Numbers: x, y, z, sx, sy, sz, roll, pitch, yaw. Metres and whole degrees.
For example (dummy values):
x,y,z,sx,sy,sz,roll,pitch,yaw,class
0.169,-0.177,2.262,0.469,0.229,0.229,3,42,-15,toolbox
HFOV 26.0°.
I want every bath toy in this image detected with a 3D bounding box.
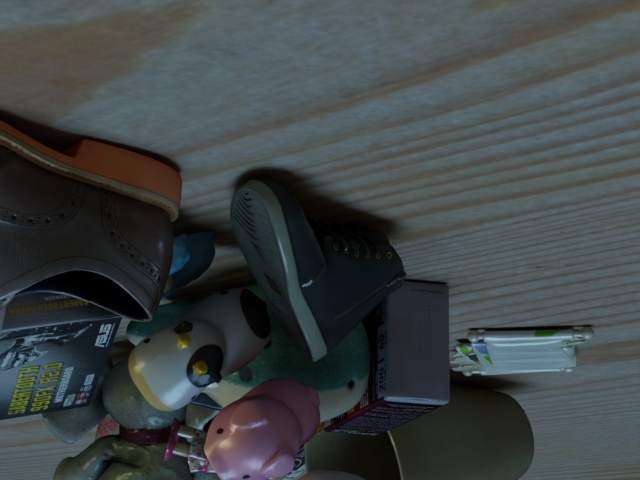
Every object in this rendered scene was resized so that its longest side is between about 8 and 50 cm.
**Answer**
x,y,z,sx,sy,sz,roll,pitch,yaw,class
-0.059,0.155,1.261,0.151,0.348,0.129,-36,-177,-28,bath toy

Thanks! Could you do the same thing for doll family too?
x,y,z,sx,sy,sz,roll,pitch,yaw,class
-0.071,0.164,1.565,0.163,0.263,0.118,14,124,-3,doll family

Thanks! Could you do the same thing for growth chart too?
x,y,z,sx,sy,sz,roll,pitch,yaw,class
0.249,0.144,1.751,0.172,0.021,0.237,0,164,6,growth chart

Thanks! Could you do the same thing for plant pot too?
x,y,z,sx,sy,sz,roll,pitch,yaw,class
0.158,0.300,1.964,0.274,0.257,0.256,-9,170,-30,plant pot

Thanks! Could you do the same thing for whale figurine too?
x,y,z,sx,sy,sz,roll,pitch,yaw,class
-0.075,0.095,1.455,0.272,0.141,0.216,17,-161,35,whale figurine

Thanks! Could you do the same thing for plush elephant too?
x,y,z,sx,sy,sz,roll,pitch,yaw,class
-0.217,0.252,1.797,0.271,0.255,0.330,8,172,9,plush elephant

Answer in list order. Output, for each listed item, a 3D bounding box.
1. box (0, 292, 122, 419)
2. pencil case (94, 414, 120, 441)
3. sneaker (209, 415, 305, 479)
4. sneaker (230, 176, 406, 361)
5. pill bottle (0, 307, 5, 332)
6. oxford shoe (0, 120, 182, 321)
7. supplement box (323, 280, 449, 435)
x,y,z,sx,sy,sz,roll,pitch,yaw,class
-0.322,0.122,1.480,0.183,0.056,0.231,-7,152,-24,box
-0.288,0.357,2.066,0.113,0.273,0.124,23,155,-36,pencil case
-0.147,0.341,2.290,0.299,0.121,0.112,-3,134,-15,sneaker
0.000,0.000,1.210,0.118,0.083,0.222,-38,144,-16,sneaker
-0.425,0.039,1.183,0.160,0.160,0.283,-11,159,35,pill bottle
-0.267,-0.019,1.025,0.363,0.133,0.130,11,161,-30,oxford shoe
0.069,0.135,1.539,0.073,0.130,0.239,6,162,-14,supplement box
